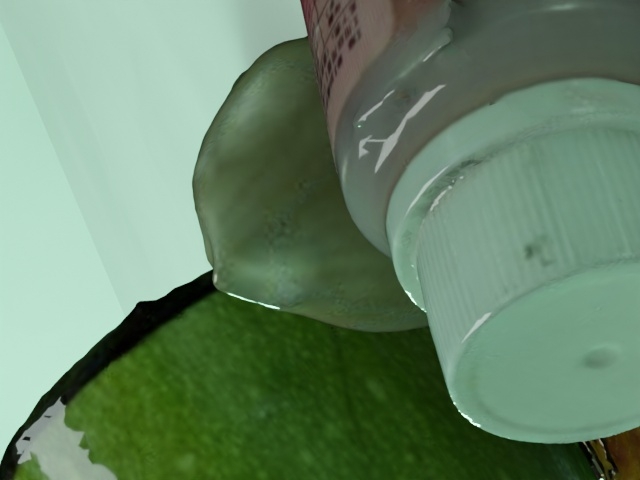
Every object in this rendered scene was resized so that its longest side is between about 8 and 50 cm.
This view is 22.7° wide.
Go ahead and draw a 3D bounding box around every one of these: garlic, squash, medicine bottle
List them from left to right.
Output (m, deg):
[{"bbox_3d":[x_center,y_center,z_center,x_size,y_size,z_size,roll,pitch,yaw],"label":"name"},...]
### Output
[{"bbox_3d":[0.025,0.191,0.884,0.309,0.310,0.310,54,163,21],"label":"squash"},{"bbox_3d":[0.030,-0.048,0.758,0.143,0.112,0.318,28,-160,0],"label":"garlic"},{"bbox_3d":[0.070,-0.056,0.577,0.147,0.147,0.247,83,177,-52],"label":"medicine bottle"}]

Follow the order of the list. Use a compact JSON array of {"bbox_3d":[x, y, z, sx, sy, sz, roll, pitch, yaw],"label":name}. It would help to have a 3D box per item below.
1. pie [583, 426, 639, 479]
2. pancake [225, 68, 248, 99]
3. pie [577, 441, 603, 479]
[{"bbox_3d":[0.171,0.073,0.672,0.308,0.085,0.308,162,90,-76],"label":"pie"},{"bbox_3d":[0.000,0.000,1.231,0.294,0.049,0.294,57,166,22],"label":"pancake"},{"bbox_3d":[0.142,0.113,0.949,0.153,0.038,0.153,56,162,30],"label":"pie"}]
